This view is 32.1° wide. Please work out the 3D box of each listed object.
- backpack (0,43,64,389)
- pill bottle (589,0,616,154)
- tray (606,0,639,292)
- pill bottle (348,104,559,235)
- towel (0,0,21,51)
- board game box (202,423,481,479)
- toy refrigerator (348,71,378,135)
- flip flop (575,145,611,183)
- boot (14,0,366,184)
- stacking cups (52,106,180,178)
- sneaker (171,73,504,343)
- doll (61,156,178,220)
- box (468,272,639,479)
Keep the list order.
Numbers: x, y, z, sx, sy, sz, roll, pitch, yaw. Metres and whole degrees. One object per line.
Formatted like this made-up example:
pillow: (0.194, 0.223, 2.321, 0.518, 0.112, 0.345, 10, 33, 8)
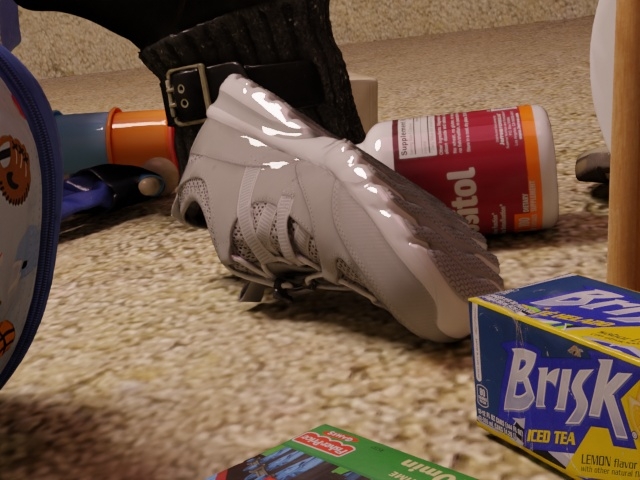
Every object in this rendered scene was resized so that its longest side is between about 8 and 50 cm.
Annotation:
backpack: (-0.249, -0.013, 0.487, 0.264, 0.276, 0.213, 25, 25, 13)
pill bottle: (0.368, -0.128, 0.661, 0.392, 0.224, 0.224, -16, 16, -29)
tray: (0.308, -0.044, 0.388, 0.411, 0.202, 0.076, 5, 6, 39)
pill bottle: (0.080, -0.042, 0.755, 0.152, 0.086, 0.086, -6, 14, 7)
towel: (-0.323, -0.186, 1.003, 0.040, 0.243, 0.336, 14, 43, -7)
board game box: (-0.025, 0.116, 0.278, 0.212, 0.039, 0.160, -20, 19, -37)
toy refrigerator: (-0.028, -0.130, 1.156, 0.102, 0.094, 0.269, -4, 13, -15)
flip flop: (0.286, -0.092, 0.857, 0.112, 0.080, 0.277, 6, 19, 44)
boot: (-0.124, -0.146, 0.920, 0.348, 0.260, 0.131, 8, 31, 37)
stacking cups: (-0.234, -0.098, 1.123, 0.316, 0.096, 0.096, -6, 14, 4)
sneaker: (0.000, 0.000, 0.651, 0.105, 0.115, 0.281, 30, 6, -35)
doll: (-0.200, -0.043, 0.984, 0.129, 0.046, 0.189, 5, 19, 39)
box: (0.121, 0.058, 0.387, 0.054, 0.059, 0.169, -12, 15, -25)
